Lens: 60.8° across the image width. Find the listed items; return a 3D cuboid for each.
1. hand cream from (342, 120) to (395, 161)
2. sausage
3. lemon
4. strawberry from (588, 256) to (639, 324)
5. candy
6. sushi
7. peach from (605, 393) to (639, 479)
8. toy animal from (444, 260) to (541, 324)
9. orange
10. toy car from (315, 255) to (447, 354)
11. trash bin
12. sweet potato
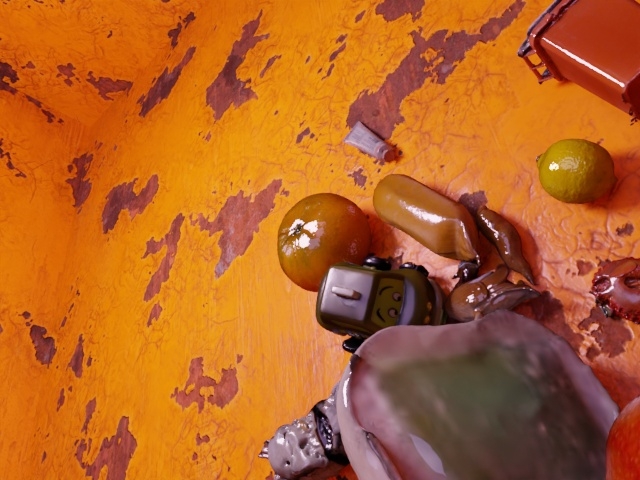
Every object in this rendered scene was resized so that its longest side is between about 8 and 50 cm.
[{"bbox_3d":[0.120,-0.242,1.355,0.067,0.043,0.209,-52,36,9],"label":"hand cream"},{"bbox_3d":[0.221,-0.040,1.076,0.112,0.112,0.328,-57,38,6],"label":"sausage"},{"bbox_3d":[0.422,-0.116,0.908,0.133,0.109,0.109,25,88,35],"label":"lemon"},{"bbox_3d":[0.472,0.068,0.800,0.152,0.048,0.103,-22,57,41],"label":"strawberry"},{"bbox_3d":[0.233,0.291,0.719,0.186,0.386,0.426,98,154,-43],"label":"candy"},{"bbox_3d":[0.024,0.365,1.040,0.332,0.130,0.124,-44,43,20],"label":"sushi"},{"bbox_3d":[0.448,0.268,0.475,0.388,0.388,0.388,-24,53,36],"label":"peach"},{"bbox_3d":[0.297,0.088,0.953,0.188,0.089,0.179,-28,35,41],"label":"toy animal"},{"bbox_3d":[0.000,0.000,1.238,0.240,0.171,0.240,-26,51,36],"label":"orange"},{"bbox_3d":[0.095,0.119,1.029,0.248,0.198,0.204,9,79,33],"label":"toy car"},{"bbox_3d":[0.480,-0.314,0.924,0.184,0.161,0.238,-44,47,21],"label":"trash bin"},{"bbox_3d":[0.335,0.006,0.979,0.056,0.056,0.194,-40,51,24],"label":"sweet potato"}]
